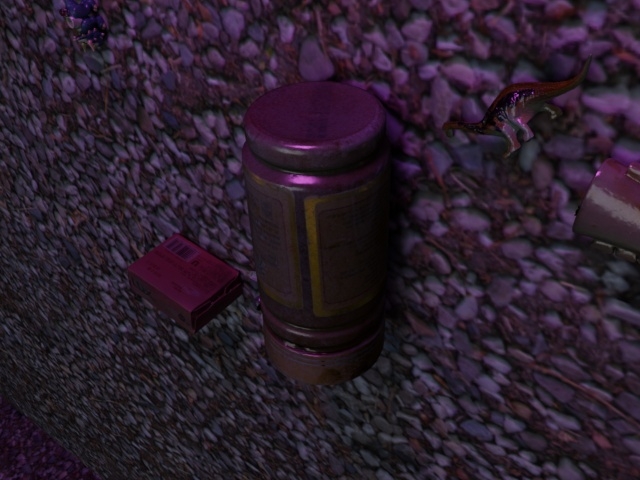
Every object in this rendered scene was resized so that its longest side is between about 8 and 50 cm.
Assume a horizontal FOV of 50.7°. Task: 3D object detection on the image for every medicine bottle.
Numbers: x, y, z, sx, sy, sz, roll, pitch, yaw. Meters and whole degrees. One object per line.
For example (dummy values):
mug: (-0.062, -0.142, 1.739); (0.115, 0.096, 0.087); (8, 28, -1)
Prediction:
medicine bottle: (0.000, 0.000, 0.749); (0.151, 0.151, 0.323); (25, 136, 30)

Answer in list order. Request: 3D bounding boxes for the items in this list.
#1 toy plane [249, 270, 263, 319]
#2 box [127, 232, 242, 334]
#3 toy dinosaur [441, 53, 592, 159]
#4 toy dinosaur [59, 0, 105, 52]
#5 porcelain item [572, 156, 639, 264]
toy plane: (-0.052, 0.083, 0.950); (0.162, 0.065, 0.171); (44, 149, 26)
box: (-0.212, 0.065, 1.058); (0.156, 0.111, 0.060); (30, 139, 27)
toy dinosaur: (0.173, -0.105, 0.578); (0.058, 0.037, 0.180); (52, 144, -10)
toy dinosaur: (-0.323, -0.297, 0.912); (0.030, 0.047, 0.083); (9, 128, 43)
porcelain item: (0.308, 0.008, 0.520); (0.213, 0.054, 0.084); (30, 141, 26)
